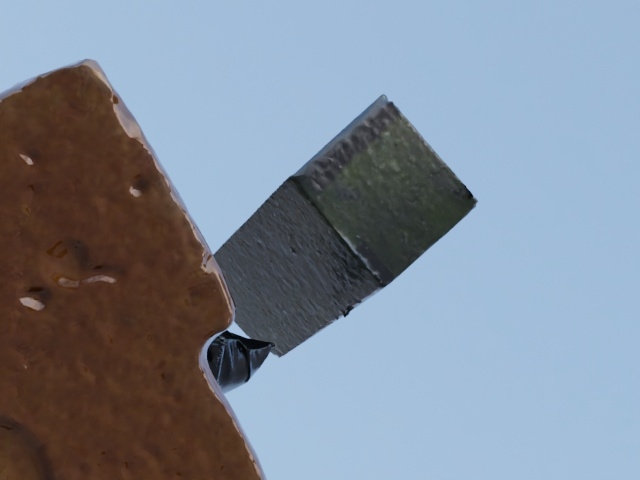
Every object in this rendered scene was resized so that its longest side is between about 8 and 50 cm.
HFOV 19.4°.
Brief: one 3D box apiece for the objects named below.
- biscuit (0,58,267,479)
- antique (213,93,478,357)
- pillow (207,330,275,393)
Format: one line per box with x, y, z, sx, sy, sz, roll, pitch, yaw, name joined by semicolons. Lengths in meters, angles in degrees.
-0.130;0.078;0.714;0.284;0.306;0.043;18;-7;-10;biscuit
0.000;0.000;1.094;0.081;0.080;0.221;50;-24;-1;antique
-0.106;0.079;1.040;0.150;0.048;0.090;-23;-32;15;pillow
